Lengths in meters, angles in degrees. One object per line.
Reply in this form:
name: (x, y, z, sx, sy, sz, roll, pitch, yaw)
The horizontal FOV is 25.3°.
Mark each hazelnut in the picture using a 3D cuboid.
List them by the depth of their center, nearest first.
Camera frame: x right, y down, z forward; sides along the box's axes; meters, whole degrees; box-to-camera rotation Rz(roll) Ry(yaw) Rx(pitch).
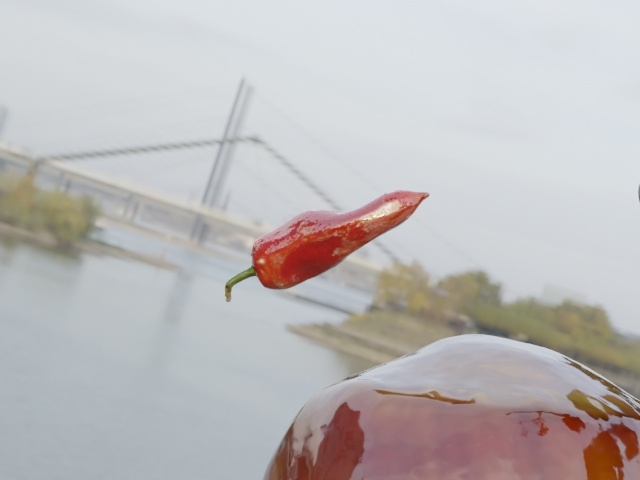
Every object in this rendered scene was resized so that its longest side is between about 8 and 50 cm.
hazelnut: (0.070, 0.138, 0.570, 0.210, 0.186, 0.210, 41, -10, 9)

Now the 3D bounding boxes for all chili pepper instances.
chili pepper: (-0.001, -0.001, 1.128, 0.191, 0.050, 0.059, -25, -13, 17)

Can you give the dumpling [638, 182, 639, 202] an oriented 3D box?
dumpling: (0.448, -0.083, 1.366, 0.227, 0.175, 0.243, -9, 27, -36)
